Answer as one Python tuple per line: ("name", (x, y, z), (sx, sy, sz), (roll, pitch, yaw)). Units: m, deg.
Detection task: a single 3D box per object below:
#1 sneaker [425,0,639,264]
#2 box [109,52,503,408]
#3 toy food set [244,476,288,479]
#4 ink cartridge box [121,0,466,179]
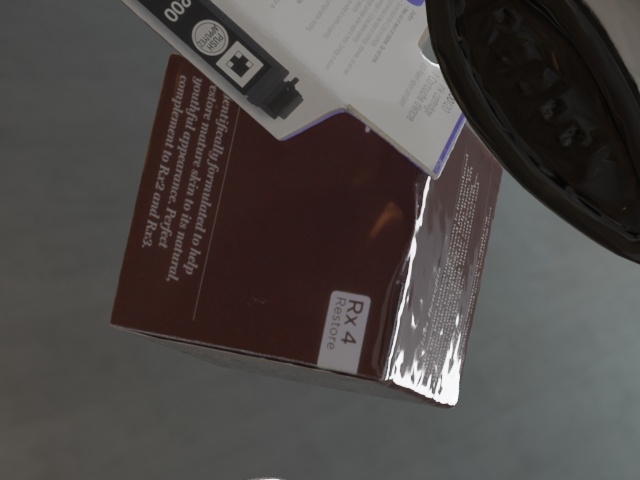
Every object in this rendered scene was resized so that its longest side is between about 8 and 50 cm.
("sneaker", (0.123, 0.001, 0.400), (0.262, 0.099, 0.121), (58, 28, -21))
("box", (0.000, 0.000, 1.118), (0.203, 0.167, 0.168), (34, 68, -71))
("toy food set", (-0.096, 0.121, 0.351), (0.104, 0.232, 0.111), (34, -28, 38))
("ink cartridge box", (-0.010, -0.133, 0.835), (0.208, 0.045, 0.206), (41, 36, -8))
